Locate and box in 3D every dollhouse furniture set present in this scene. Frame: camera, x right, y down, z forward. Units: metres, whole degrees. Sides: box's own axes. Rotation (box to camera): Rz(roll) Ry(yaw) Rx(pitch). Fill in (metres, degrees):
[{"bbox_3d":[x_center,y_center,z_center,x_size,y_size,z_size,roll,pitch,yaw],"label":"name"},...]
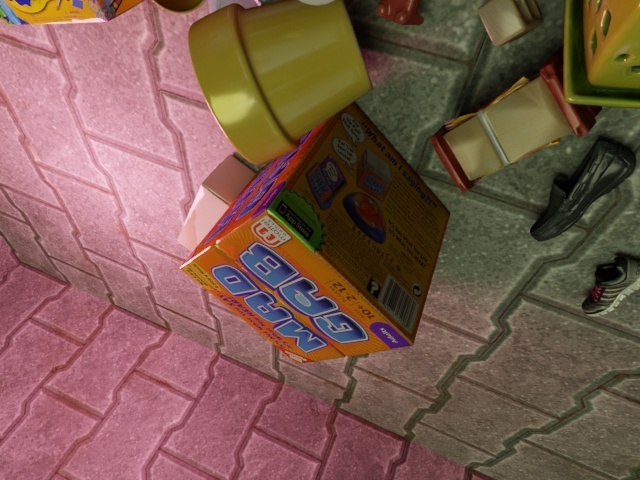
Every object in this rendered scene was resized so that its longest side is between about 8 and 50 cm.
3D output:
[{"bbox_3d":[0.237,-0.289,0.633,0.201,0.152,0.374,-25,100,47],"label":"dollhouse furniture set"}]

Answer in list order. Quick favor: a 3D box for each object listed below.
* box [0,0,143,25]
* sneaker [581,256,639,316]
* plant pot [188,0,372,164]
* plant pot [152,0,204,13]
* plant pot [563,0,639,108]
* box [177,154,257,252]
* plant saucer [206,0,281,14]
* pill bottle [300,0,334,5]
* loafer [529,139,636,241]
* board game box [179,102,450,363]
[{"bbox_3d":[-0.491,-0.558,0.723,0.289,0.177,0.279,10,140,22],"label":"box"},{"bbox_3d":[0.597,0.093,0.862,0.074,0.063,0.171,25,136,5],"label":"sneaker"},{"bbox_3d":[-0.049,-0.287,0.697,0.238,0.254,0.254,-18,126,13],"label":"plant pot"},{"bbox_3d":[-0.276,-0.484,0.737,0.095,0.134,0.134,34,152,43],"label":"plant pot"},{"bbox_3d":[0.387,-0.261,0.426,0.227,0.228,0.207,6,168,8],"label":"plant pot"},{"bbox_3d":[-0.284,-0.079,1.156,0.121,0.148,0.311,36,140,-8],"label":"box"},{"bbox_3d":[-0.140,-0.425,0.772,0.194,0.038,0.195,18,140,16],"label":"plant saucer"},{"bbox_3d":[0.026,-0.408,0.548,0.119,0.209,0.119,17,139,15],"label":"pill bottle"},{"bbox_3d":[0.454,-0.086,0.749,0.078,0.076,0.223,31,137,6],"label":"loafer"},{"bbox_3d":[0.000,0.000,0.892,0.356,0.356,0.356,44,140,-18],"label":"board game box"}]
